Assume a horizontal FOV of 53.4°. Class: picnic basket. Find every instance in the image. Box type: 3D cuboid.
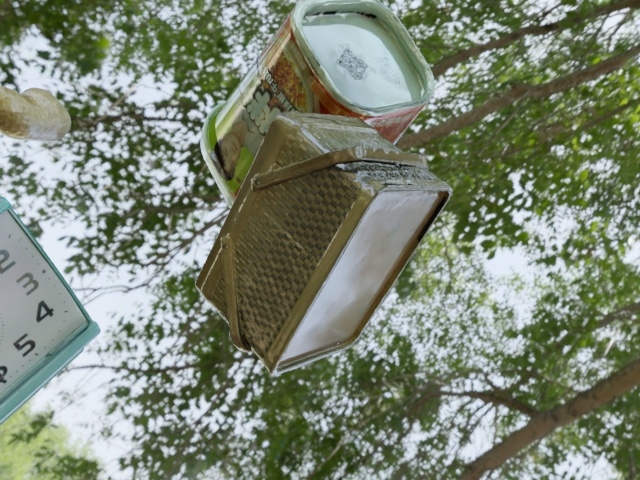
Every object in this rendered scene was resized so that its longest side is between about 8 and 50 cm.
[{"bbox_3d":[0.000,0.000,0.685,0.139,0.165,0.266,44,-60,27],"label":"picnic basket"}]

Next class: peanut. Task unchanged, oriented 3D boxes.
[{"bbox_3d":[-0.736,-0.317,1.593,0.122,0.253,0.137,-1,-84,19],"label":"peanut"}]

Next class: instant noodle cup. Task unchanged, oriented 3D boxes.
[{"bbox_3d":[-0.004,-0.195,0.981,0.294,0.294,0.308,49,-38,3],"label":"instant noodle cup"}]

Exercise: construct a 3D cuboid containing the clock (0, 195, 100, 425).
[{"bbox_3d":[-0.436,0.108,0.752,0.116,0.262,0.231,7,-48,41],"label":"clock"}]
